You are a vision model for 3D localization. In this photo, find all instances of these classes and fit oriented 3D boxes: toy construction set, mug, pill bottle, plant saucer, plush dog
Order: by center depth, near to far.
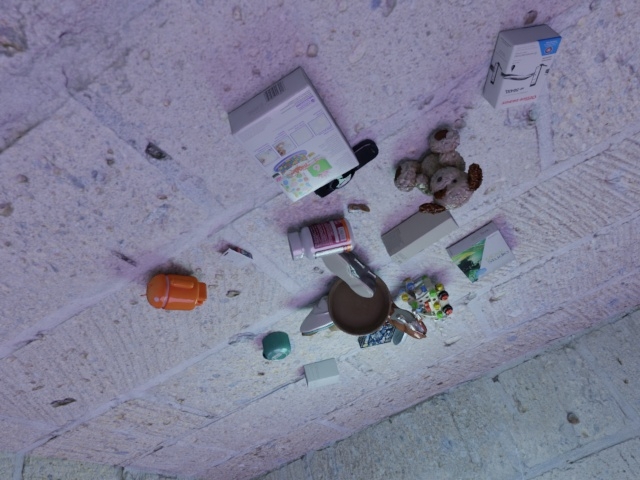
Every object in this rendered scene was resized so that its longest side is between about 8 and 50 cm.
[{"bbox_3d":[0.402,-0.192,1.498,0.262,0.226,0.210,-41,137,25],"label":"plush dog"},{"bbox_3d":[0.000,0.000,1.641,0.220,0.121,0.121,-13,141,-8],"label":"pill bottle"},{"bbox_3d":[0.163,0.263,1.957,0.277,0.278,0.041,-13,180,-8],"label":"plant saucer"},{"bbox_3d":[0.496,0.293,2.176,0.214,0.151,0.328,-23,142,5],"label":"toy construction set"},{"bbox_3d":[-0.205,0.515,2.186,0.129,0.098,0.158,-7,140,-16],"label":"mug"}]

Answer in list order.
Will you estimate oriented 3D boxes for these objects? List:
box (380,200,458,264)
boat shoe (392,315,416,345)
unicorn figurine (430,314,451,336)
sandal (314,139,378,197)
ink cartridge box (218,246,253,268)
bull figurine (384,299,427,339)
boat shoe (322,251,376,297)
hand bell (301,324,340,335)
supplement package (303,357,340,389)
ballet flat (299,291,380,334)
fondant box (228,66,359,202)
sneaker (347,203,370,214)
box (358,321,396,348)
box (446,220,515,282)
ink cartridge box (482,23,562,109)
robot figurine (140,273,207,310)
[{"bbox_3d":[0.378,-0.031,1.775,0.275,0.113,0.094,-34,140,19],"label":"box"},{"bbox_3d":[0.457,0.479,2.437,0.075,0.083,0.226,2,136,-23],"label":"boat shoe"},{"bbox_3d":[0.648,0.436,2.497,0.161,0.060,0.111,36,118,-28],"label":"unicorn figurine"},{"bbox_3d":[0.074,-0.221,1.462,0.254,0.055,0.097,-39,138,22],"label":"sandal"},{"bbox_3d":[-0.304,0.056,1.654,0.062,0.029,0.115,-37,138,21],"label":"ink cartridge box"},{"bbox_3d":[0.358,0.351,2.138,0.101,0.310,0.188,-49,131,-19],"label":"bull figurine"},{"bbox_3d":[0.115,0.102,1.836,0.112,0.096,0.335,-8,137,41],"label":"boat shoe"},{"bbox_3d":[0.012,0.406,2.170,0.241,0.126,0.126,-23,144,25],"label":"hand bell"},{"bbox_3d":[0.006,0.731,2.528,0.179,0.105,0.105,-11,141,-10],"label":"supplement package"},{"bbox_3d":[0.082,0.280,2.022,0.399,0.139,0.139,-20,142,-6],"label":"ballet flat"},{"bbox_3d":[-0.066,-0.280,1.302,0.238,0.096,0.330,-29,140,12],"label":"fondant box"},{"bbox_3d":[0.136,-0.109,1.648,0.083,0.032,0.037,6,149,-21],"label":"sneaker"},{"bbox_3d":[0.295,0.470,2.383,0.175,0.051,0.220,-9,141,-13],"label":"box"},{"bbox_3d":[0.726,0.062,2.076,0.232,0.059,0.322,-34,139,17],"label":"box"},{"bbox_3d":[0.572,-0.493,1.325,0.148,0.086,0.203,-13,141,-8],"label":"ink cartridge box"},{"bbox_3d":[-0.517,0.185,1.637,0.219,0.158,0.128,10,94,-32],"label":"robot figurine"}]
